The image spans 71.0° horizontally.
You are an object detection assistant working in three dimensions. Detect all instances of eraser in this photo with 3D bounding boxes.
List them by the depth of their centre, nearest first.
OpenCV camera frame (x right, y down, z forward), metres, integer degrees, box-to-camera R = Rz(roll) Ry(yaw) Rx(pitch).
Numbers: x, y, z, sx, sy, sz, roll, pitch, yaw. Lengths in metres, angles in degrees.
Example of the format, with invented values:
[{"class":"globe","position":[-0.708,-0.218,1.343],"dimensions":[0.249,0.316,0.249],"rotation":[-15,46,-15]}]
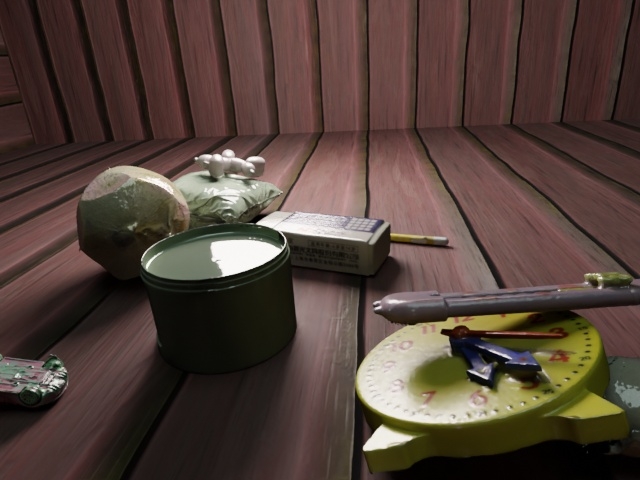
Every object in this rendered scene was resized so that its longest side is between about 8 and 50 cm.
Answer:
[{"class":"eraser","position":[0.000,0.000,0.959],"dimensions":[0.278,0.081,0.124],"rotation":[7,25,23]}]

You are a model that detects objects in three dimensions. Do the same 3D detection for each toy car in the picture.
[{"class":"toy car","position":[-0.419,0.192,0.606],"dimensions":[0.142,0.055,0.069],"rotation":[9,23,-5]}]

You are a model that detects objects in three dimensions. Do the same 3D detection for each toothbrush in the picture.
[{"class":"toothbrush","position":[0.148,-0.009,1.038],"dimensions":[0.287,0.021,0.024],"rotation":[6,35,22]}]

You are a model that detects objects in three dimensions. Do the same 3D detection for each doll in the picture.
[{"class":"doll","position":[0.354,0.179,0.469],"dimensions":[0.191,0.095,0.149],"rotation":[4,26,12]},{"class":"doll","position":[-0.238,-0.198,1.174],"dimensions":[0.160,0.059,0.160],"rotation":[15,18,8]}]

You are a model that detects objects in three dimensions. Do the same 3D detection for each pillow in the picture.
[{"class":"pillow","position":[-0.275,-0.102,1.172],"dimensions":[0.283,0.139,0.310],"rotation":[4,21,14]}]

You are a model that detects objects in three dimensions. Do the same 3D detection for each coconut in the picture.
[{"class":"coconut","position":[-0.380,-0.032,0.919],"dimensions":[0.226,0.227,0.230],"rotation":[-9,24,-13]}]

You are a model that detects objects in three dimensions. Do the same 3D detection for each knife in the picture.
[{"class":"knife","position":[0.262,0.065,0.539],"dimensions":[0.398,0.038,0.132],"rotation":[-6,0,6]}]

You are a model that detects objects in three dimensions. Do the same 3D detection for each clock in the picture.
[{"class":"clock","position":[0.172,0.135,0.523],"dimensions":[0.276,0.071,0.293],"rotation":[-17,7,10]}]

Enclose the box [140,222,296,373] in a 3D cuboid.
[{"class":"box","position":[-0.155,0.078,0.712],"dimensions":[0.225,0.150,0.226],"rotation":[-3,22,1]}]
